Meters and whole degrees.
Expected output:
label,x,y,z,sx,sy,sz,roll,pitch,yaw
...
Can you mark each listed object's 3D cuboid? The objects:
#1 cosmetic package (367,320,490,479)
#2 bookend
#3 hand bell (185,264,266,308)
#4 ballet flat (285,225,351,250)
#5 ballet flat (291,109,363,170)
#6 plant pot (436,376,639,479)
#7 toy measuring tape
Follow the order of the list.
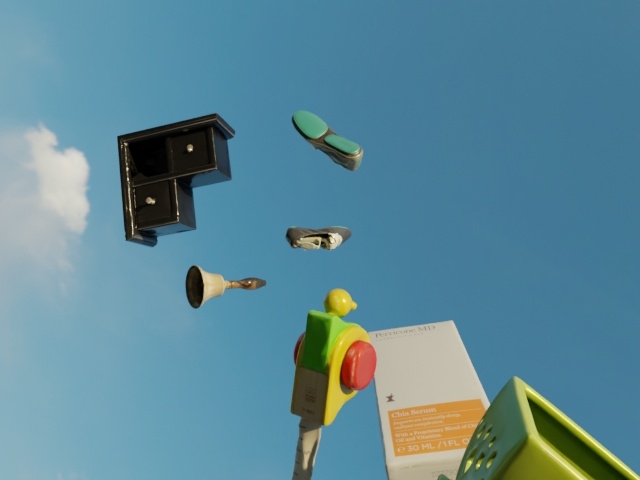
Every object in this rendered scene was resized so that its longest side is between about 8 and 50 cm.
label,x,y,z,sx,sy,sz,roll,pitch,yaw
cosmetic package,0.237,0.369,1.141,0.229,0.453,0.162,-9,-69,3
bookend,-0.201,-0.083,0.753,0.156,0.072,0.158,-9,-100,10
hand bell,-0.268,0.134,1.567,0.126,0.241,0.126,0,-90,52
ballet flat,0.000,0.000,1.481,0.074,0.203,0.074,-179,-90,-70
ballet flat,0.010,-0.228,1.217,0.213,0.072,0.068,38,-29,26
plant pot,0.247,0.325,0.581,0.227,0.228,0.207,41,-80,13
toy measuring tape,0.014,0.233,0.755,0.121,0.121,0.331,8,-88,35
